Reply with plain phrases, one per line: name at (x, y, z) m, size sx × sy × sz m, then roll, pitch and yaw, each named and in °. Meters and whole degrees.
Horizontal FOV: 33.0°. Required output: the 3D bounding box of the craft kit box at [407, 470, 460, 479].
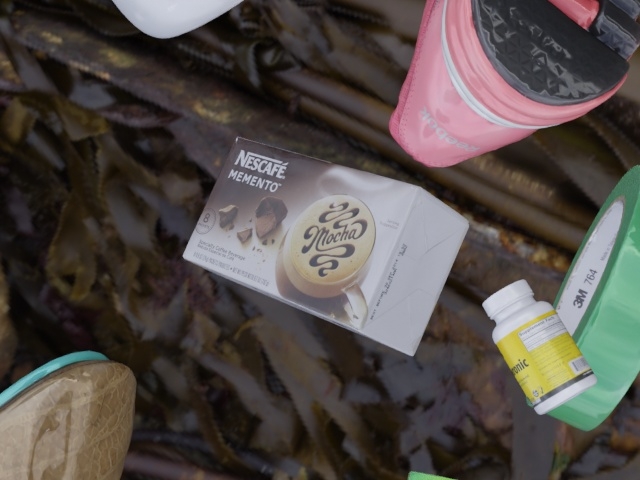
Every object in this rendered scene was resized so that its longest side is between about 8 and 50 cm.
craft kit box at (0.089, 0.369, 0.990) m, size 0.060 × 0.247 × 0.250 m, roll 6°, pitch 152°, yaw 12°

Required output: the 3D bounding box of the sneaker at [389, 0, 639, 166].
sneaker at (0.117, -0.164, 0.600) m, size 0.116 × 0.314 × 0.136 m, roll 38°, pitch 146°, yaw -9°

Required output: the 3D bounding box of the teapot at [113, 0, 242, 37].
teapot at (-0.112, -0.308, 0.925) m, size 0.256 × 0.252 × 0.187 m, roll 1°, pitch 134°, yaw 54°

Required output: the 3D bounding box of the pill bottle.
pill bottle at (0.201, 0.097, 1.007) m, size 0.065 × 0.065 × 0.116 m, roll -38°, pitch 72°, yaw 29°

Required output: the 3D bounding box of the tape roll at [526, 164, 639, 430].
tape roll at (0.350, 0.069, 1.310) m, size 0.077 × 0.321 × 0.321 m, roll 23°, pitch 119°, yaw 5°

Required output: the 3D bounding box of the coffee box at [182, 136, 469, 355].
coffee box at (0.000, 0.000, 1.257) m, size 0.297 × 0.119 × 0.168 m, roll 20°, pitch 84°, yaw 41°

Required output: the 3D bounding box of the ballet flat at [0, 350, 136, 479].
ballet flat at (-0.214, 0.208, 0.594) m, size 0.342 × 0.116 × 0.124 m, roll -38°, pitch 58°, yaw 7°
